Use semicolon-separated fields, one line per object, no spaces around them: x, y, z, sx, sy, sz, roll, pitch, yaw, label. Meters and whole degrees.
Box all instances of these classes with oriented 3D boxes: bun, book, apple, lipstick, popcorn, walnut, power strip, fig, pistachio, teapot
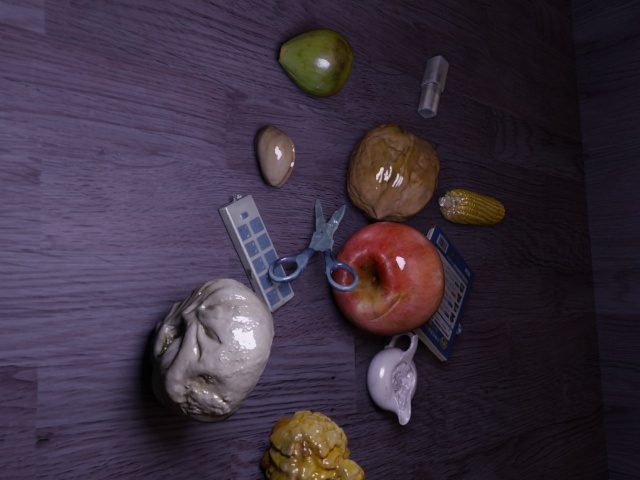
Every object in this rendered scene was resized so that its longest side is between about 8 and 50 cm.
-0.275;0.251;1.374;0.211;0.360;0.360;32;63;-28;bun
0.439;0.188;2.163;0.300;0.039;0.428;49;50;-24;book
0.223;0.122;1.842;0.364;0.364;0.364;7;79;-43;apple
0.451;-0.616;2.345;0.077;0.079;0.253;32;63;-36;lipstick
-0.024;0.626;1.593;0.265;0.332;0.225;-51;151;-4;popcorn
0.238;-0.213;1.948;0.306;0.306;0.344;37;59;-34;walnut
-0.184;0.033;1.680;0.106;0.043;0.367;-35;108;-41;power strip
-0.006;-0.564;1.822;0.230;0.207;0.207;29;65;-38;fig
-0.135;-0.251;1.722;0.124;0.124;0.185;3;89;-43;pistachio
0.254;0.450;1.969;0.208;0.166;0.299;16;83;-29;teapot

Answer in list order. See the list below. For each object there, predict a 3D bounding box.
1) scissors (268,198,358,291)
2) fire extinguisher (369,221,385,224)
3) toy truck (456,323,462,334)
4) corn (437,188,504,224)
0.000;0.000;1.755;0.383;0.256;0.029;-78;172;-46;scissors
0.210;-0.072;2.070;0.158;0.043;0.064;-54;162;-33;fire extinguisher
0.458;0.312;2.230;0.178;0.080;0.115;5;72;-41;toy truck
0.634;-0.129;2.412;0.387;0.144;0.144;7;79;-42;corn
